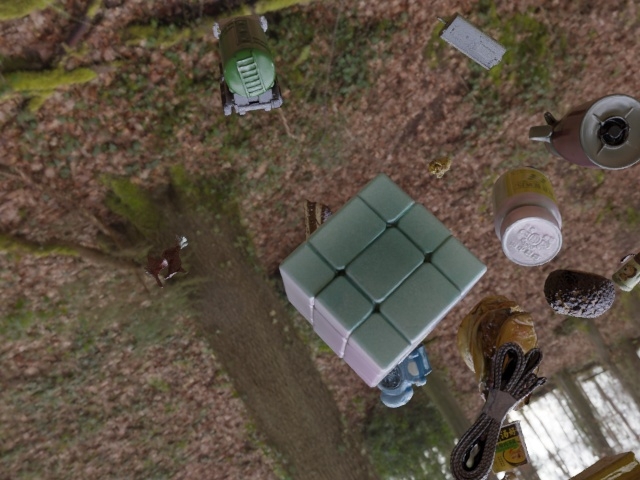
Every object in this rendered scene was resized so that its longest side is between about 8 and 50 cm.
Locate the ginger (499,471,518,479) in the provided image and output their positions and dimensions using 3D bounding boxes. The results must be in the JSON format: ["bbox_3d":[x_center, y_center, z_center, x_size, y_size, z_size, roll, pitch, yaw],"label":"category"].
[{"bbox_3d":[0.575,0.854,2.074,0.086,0.131,0.294,-25,157,-45],"label":"ginger"}]

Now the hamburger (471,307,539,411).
[{"bbox_3d":[0.527,0.329,1.747,0.282,0.245,0.155,-41,-172,-31],"label":"hamburger"}]

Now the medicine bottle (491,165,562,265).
[{"bbox_3d":[0.696,-0.088,2.054,0.213,0.213,0.378,-32,-161,27],"label":"medicine bottle"}]

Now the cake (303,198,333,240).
[{"bbox_3d":[-0.006,-0.003,1.999,0.112,0.246,0.135,16,-121,35],"label":"cake"}]

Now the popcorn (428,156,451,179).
[{"bbox_3d":[0.436,-0.261,2.208,0.084,0.084,0.084,-32,-179,0],"label":"popcorn"}]

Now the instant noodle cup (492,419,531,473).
[{"bbox_3d":[0.540,0.605,1.772,0.151,0.122,0.151,-17,156,-8],"label":"instant noodle cup"}]

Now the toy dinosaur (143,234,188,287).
[{"bbox_3d":[-0.301,0.038,1.191,0.108,0.032,0.220,-52,-152,-18],"label":"toy dinosaur"}]

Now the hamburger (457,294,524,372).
[{"bbox_3d":[0.646,0.360,2.229,0.290,0.314,0.170,-36,-154,-17],"label":"hamburger"}]

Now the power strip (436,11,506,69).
[{"bbox_3d":[0.482,-0.655,1.970,0.092,0.268,0.034,-48,-153,35],"label":"power strip"}]

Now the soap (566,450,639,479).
[{"bbox_3d":[0.725,0.696,1.669,0.315,0.091,0.199,-25,159,-11],"label":"soap"}]

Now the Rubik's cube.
[{"bbox_3d":[0.129,0.100,1.376,0.322,0.316,0.319,-44,166,-13],"label":"Rubik's cube"}]

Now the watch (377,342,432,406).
[{"bbox_3d":[0.256,0.385,1.871,0.211,0.211,0.193,-32,170,30],"label":"watch"}]

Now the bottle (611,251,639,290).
[{"bbox_3d":[0.650,0.054,1.246,0.047,0.063,0.101,-16,145,-51],"label":"bottle"}]

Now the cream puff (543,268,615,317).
[{"bbox_3d":[0.926,0.191,2.178,0.239,0.165,0.239,12,176,1],"label":"cream puff"}]

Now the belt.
[{"bbox_3d":[0.403,0.401,1.406,0.359,0.126,0.094,-57,165,-12],"label":"belt"}]

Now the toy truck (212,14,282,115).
[{"bbox_3d":[-0.124,-0.299,1.007,0.101,0.125,0.242,-10,-143,-5],"label":"toy truck"}]

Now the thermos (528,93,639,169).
[{"bbox_3d":[0.557,-0.227,1.300,0.176,0.146,0.265,7,-174,-3],"label":"thermos"}]
